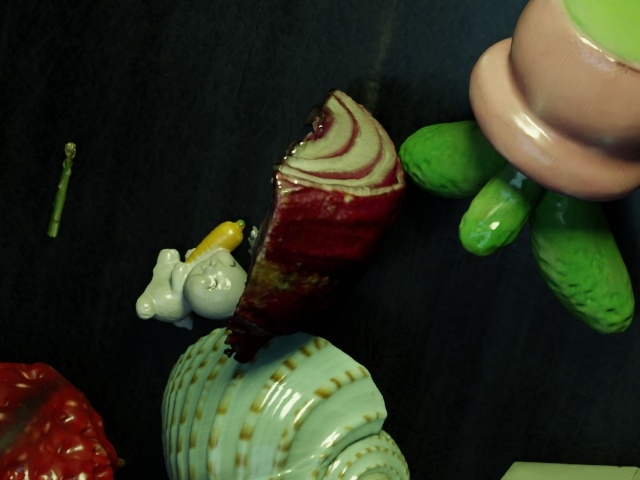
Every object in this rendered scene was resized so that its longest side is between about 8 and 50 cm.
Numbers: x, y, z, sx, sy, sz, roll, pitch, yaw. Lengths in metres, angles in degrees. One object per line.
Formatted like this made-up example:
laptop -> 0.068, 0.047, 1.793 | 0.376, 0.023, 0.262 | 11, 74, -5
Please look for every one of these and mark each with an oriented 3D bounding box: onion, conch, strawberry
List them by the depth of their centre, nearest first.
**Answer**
onion -> 0.000, 0.000, 1.847 | 0.146, 0.314, 0.280 | 18, 121, 1
conch -> -0.063, 0.258, 1.953 | 0.319, 0.215, 0.303 | -4, 121, 27
strawberry -> -0.406, 0.327, 2.065 | 0.295, 0.345, 0.318 | 13, 109, 19

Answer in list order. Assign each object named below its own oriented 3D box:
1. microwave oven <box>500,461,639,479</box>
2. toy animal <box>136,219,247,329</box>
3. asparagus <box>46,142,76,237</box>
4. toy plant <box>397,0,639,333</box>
microwave oven -> 0.277, 0.383, 1.896 | 0.194, 0.145, 0.241 | 0, 104, 26
toy animal -> -0.112, 0.060, 2.021 | 0.181, 0.131, 0.127 | 2, 137, 30
asparagus -> -0.319, -0.063, 2.104 | 0.015, 0.018, 0.127 | 9, 112, -16
toy plant -> 0.259, -0.094, 1.745 | 0.317, 0.210, 0.356 | 38, 128, 8
